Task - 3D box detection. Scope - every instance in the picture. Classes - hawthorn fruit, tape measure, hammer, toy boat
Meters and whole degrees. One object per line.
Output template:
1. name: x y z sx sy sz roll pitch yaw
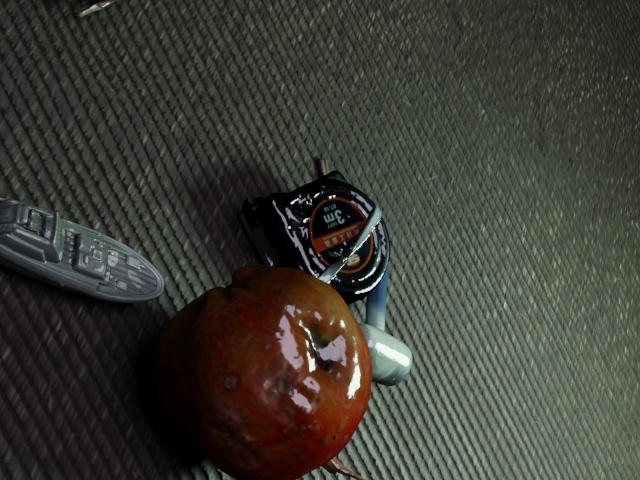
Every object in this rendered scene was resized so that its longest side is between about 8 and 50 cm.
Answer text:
1. hawthorn fruit: -0.065 0.157 1.513 0.258 0.258 0.261 -33 127 -50
2. tape measure: 0.002 0.004 1.752 0.182 0.107 0.181 -19 88 -41
3. hammer: 0.079 0.105 1.831 0.116 0.069 0.193 29 52 -37
4. hammer: 0.017 -0.032 1.862 0.062 0.017 0.182 3 70 -49
5. toy boat: -0.276 0.015 1.446 0.260 0.085 0.078 26 55 -40

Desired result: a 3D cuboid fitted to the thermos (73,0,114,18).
1. thermos: -0.297 -0.415 1.567 0.176 0.146 0.265 -83 151 -69
